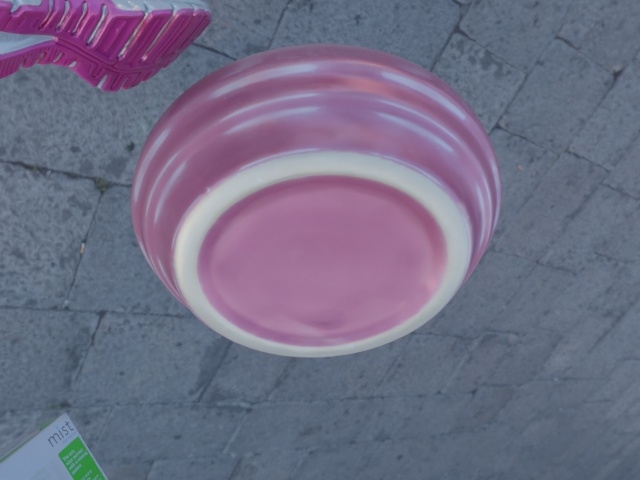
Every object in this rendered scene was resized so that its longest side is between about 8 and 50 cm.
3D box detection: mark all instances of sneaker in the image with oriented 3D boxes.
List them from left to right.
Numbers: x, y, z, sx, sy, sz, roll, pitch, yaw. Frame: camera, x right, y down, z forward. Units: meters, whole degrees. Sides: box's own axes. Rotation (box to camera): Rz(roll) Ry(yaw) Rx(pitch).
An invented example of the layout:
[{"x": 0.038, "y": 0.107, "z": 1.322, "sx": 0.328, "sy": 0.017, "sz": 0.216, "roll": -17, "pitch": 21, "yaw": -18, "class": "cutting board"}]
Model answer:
[{"x": -0.178, "y": -0.176, "z": 0.381, "sx": 0.103, "sy": 0.111, "sz": 0.252, "roll": -30, "pitch": 176, "yaw": 33, "class": "sneaker"}]

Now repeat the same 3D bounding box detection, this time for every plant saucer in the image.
[{"x": 0.000, "y": 0.000, "z": 0.494, "sx": 0.332, "sy": 0.084, "sz": 0.332, "roll": -3, "pitch": 134, "yaw": -3, "class": "plant saucer"}]

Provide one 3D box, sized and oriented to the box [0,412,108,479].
[{"x": -0.416, "y": 0.416, "z": 0.774, "sx": 0.126, "sy": 0.262, "sz": 0.231, "roll": -28, "pitch": 94, "yaw": 13, "class": "box"}]
